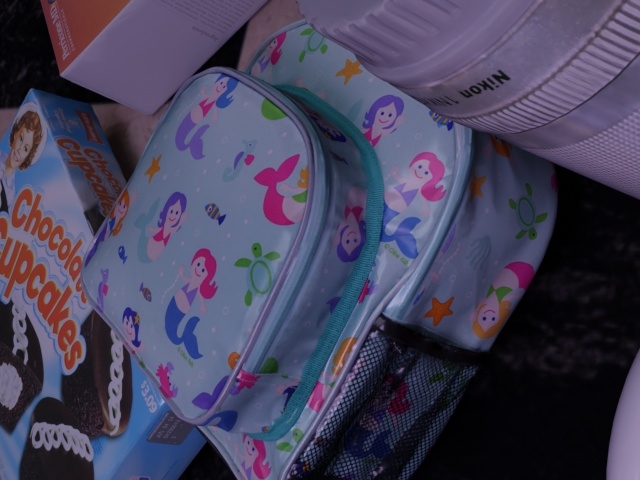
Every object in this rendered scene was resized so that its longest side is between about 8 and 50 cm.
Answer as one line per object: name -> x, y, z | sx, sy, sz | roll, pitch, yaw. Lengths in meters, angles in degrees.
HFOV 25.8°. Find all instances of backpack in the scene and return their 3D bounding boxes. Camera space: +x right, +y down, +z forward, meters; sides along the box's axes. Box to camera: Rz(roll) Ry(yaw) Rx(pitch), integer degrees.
backpack -> 0.000, 0.000, 0.794 | 0.253, 0.191, 0.225 | -54, 43, 8

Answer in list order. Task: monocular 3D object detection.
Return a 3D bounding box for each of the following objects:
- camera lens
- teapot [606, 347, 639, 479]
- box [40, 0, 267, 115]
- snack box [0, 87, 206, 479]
camera lens -> 0.153, -0.130, 0.604 | 0.219, 0.274, 0.219 | -45, 34, 43
teapot -> 0.236, 0.083, 0.538 | 0.256, 0.187, 0.253 | -12, 91, 18
box -> -0.121, -0.203, 1.048 | 0.170, 0.091, 0.130 | -41, 50, 25
snack box -> -0.186, 0.061, 1.012 | 0.187, 0.060, 0.322 | -54, 45, 26
